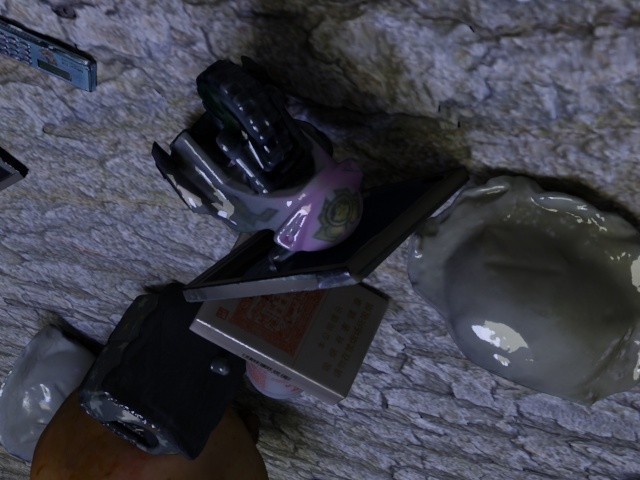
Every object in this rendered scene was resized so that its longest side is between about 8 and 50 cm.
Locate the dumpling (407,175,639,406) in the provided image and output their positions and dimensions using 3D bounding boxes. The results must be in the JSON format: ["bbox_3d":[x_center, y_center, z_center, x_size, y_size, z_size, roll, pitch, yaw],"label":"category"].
[{"bbox_3d":[0.211,0.044,0.964,0.258,0.147,0.193,40,111,-3],"label":"dumpling"}]

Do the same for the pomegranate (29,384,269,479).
[{"bbox_3d":[-0.258,0.399,1.699,0.412,0.411,0.411,20,151,11],"label":"pomegranate"}]

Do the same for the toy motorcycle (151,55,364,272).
[{"bbox_3d":[-0.060,-0.058,0.983,0.188,0.143,0.327,44,165,-4],"label":"toy motorcycle"}]

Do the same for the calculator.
[{"bbox_3d":[-0.317,-0.207,1.093,0.172,0.018,0.057,24,154,0],"label":"calculator"}]

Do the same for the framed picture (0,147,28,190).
[{"bbox_3d":[-0.530,-0.148,1.368,0.265,0.018,0.192,40,148,-25],"label":"framed picture"}]

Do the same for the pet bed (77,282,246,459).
[{"bbox_3d":[-0.210,0.190,1.471,0.183,0.210,0.159,44,150,-25],"label":"pet bed"}]

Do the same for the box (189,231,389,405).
[{"bbox_3d":[-0.036,0.090,1.235,0.201,0.141,0.058,30,157,-3],"label":"box"}]

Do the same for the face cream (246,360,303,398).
[{"bbox_3d":[-0.052,0.162,1.412,0.101,0.101,0.251,23,152,5],"label":"face cream"}]

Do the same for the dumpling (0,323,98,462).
[{"bbox_3d":[-0.486,0.276,1.836,0.175,0.227,0.243,1,135,54],"label":"dumpling"}]

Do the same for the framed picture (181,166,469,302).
[{"bbox_3d":[0.000,0.000,1.011,0.260,0.189,0.023,-10,113,49],"label":"framed picture"}]
